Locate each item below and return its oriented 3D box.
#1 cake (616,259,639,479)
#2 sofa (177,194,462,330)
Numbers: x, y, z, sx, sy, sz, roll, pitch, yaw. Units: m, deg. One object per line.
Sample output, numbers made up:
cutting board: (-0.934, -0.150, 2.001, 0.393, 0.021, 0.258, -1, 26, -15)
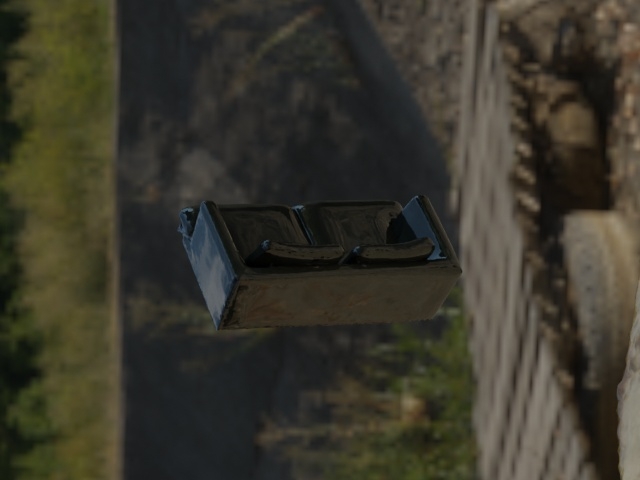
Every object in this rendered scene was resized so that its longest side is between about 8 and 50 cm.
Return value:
cake: (0.372, 0.070, 1.131, 0.290, 0.282, 0.256, -30, 44, 62)
sofa: (0.000, 0.000, 1.014, 0.085, 0.147, 0.060, 66, 146, 37)
